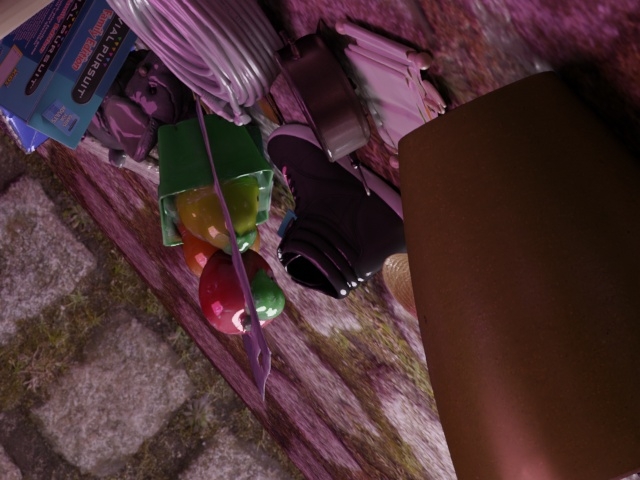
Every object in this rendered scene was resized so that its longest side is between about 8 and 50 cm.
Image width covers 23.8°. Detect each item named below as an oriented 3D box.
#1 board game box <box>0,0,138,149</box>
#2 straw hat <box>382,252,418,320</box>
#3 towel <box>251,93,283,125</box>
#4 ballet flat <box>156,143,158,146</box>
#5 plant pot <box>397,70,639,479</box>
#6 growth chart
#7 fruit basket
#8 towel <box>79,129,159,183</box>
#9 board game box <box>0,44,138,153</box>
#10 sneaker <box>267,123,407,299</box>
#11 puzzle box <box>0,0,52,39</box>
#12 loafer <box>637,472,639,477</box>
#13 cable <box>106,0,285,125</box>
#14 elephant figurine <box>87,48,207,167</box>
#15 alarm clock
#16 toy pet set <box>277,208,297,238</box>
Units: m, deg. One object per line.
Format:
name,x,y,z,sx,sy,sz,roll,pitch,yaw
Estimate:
board game box,-0.348,-0.281,1.971,0.079,0.254,0.336,29,-179,-36
straw hat,0.145,0.043,1.691,0.144,0.061,0.144,29,151,18
towel,-0.079,-0.179,1.918,0.083,0.009,0.060,35,161,48
ballet flat,-0.305,-0.167,2.584,0.188,0.070,0.070,37,162,36
plant pot,0.181,0.027,1.197,0.294,0.274,0.275,65,167,3
growth chart,0.091,-0.121,1.511,0.172,0.021,0.237,37,161,42
fruit basket,-0.110,0.016,2.034,0.327,0.165,0.353,101,147,-72
towel,-0.265,-0.121,2.339,0.282,0.049,0.187,24,177,-22
board game box,-0.454,-0.312,2.278,0.291,0.232,0.141,42,165,32
sneaker,-0.016,-0.036,1.810,0.295,0.147,0.105,37,163,46
puzzle box,-0.414,-0.369,1.921,0.409,0.272,0.052,30,156,53
loafer,0.276,0.175,1.588,0.223,0.078,0.076,48,167,6
cable,-0.147,-0.258,1.696,0.257,0.089,0.257,43,170,2
elephant figurine,-0.236,-0.190,2.089,0.239,0.169,0.186,20,168,44
alarm clock,0.014,-0.133,1.579,0.129,0.064,0.192,-118,4,-76
toy pet set,0.000,0.000,2.025,0.114,0.065,0.122,43,164,27
